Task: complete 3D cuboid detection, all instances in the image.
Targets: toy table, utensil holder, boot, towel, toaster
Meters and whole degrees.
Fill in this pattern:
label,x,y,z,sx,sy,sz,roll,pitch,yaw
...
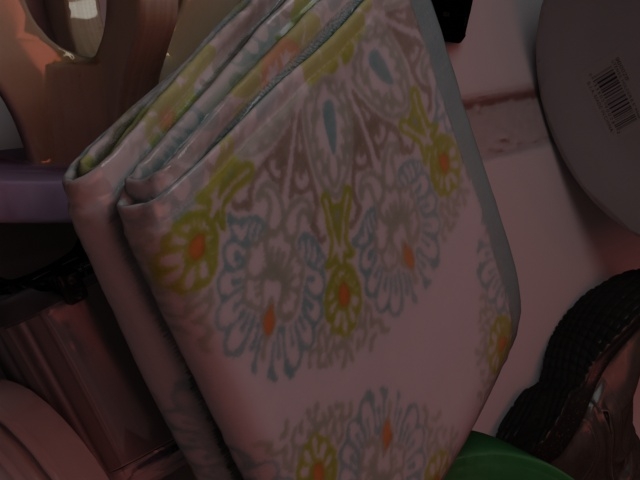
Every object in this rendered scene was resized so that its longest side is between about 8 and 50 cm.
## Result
label,x,y,z,sx,sy,sz,roll,pitch,yaw
toy table,-0.141,-0.107,0.955,0.274,0.252,0.161,-9,105,-34
utensil holder,0.441,-0.186,1.297,0.385,0.327,0.327,-20,95,-34
boot,0.268,0.157,1.292,0.246,0.083,0.161,-50,118,-22
towel,0.006,0.025,0.903,0.320,0.090,0.374,-52,131,-41
toaster,-0.140,0.075,0.924,0.129,0.227,0.146,-29,99,-18

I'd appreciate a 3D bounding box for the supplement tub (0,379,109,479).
label,x,y,z,sx,sy,sz,roll,pitch,yaw
supplement tub,-0.275,0.236,0.807,0.316,0.228,0.228,-30,101,-34

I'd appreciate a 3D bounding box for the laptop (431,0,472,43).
label,x,y,z,sx,sy,sz,roll,pitch,yaw
laptop,0.057,-0.307,1.159,0.234,0.136,0.264,-17,120,-69

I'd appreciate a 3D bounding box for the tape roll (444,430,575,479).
label,x,y,z,sx,sy,sz,roll,pitch,yaw
tape roll,0.091,0.308,1.089,0.321,0.077,0.321,-5,100,-25
